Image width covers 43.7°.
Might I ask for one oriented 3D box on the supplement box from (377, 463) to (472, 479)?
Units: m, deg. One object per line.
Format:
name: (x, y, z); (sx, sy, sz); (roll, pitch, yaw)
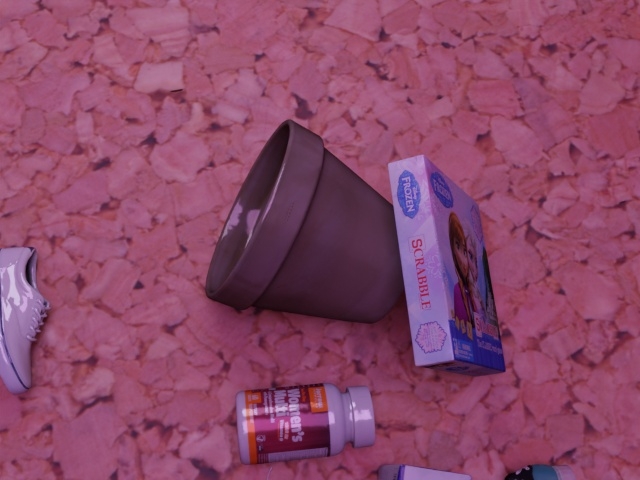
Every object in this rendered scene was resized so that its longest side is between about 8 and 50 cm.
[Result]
supplement box: (0.152, 0.416, 1.254); (0.113, 0.220, 0.111); (10, 74, -3)

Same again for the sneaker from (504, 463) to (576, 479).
sneaker: (0.365, 0.522, 1.305); (0.120, 0.108, 0.302); (0, 66, -4)

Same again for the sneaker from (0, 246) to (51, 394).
sneaker: (-0.505, 0.126, 1.348); (0.091, 0.094, 0.258); (-13, 75, -4)

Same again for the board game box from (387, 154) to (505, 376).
board game box: (0.215, 0.056, 1.321); (0.065, 0.318, 0.318); (-13, 74, 23)

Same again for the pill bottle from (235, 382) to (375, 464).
pill bottle: (-0.027, 0.300, 1.323); (0.221, 0.121, 0.121); (-5, 74, -6)

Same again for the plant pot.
plant pot: (0.000, 0.000, 1.339); (0.280, 0.323, 0.323); (24, 73, -14)

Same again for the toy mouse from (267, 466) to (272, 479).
toy mouse: (-0.070, 0.454, 1.304); (0.143, 0.031, 0.161); (19, 55, -1)
